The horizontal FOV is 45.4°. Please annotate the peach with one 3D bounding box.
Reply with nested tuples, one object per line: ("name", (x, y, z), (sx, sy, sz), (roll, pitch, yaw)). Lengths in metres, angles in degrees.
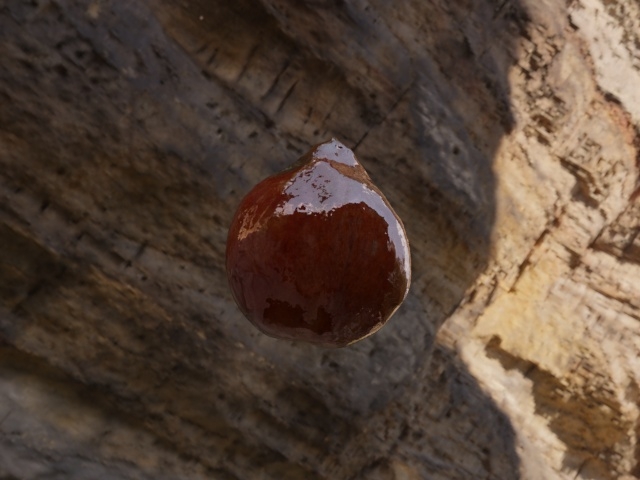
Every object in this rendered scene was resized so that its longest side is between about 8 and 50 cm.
("peach", (0.000, 0.000, 0.955), (0.232, 0.257, 0.232), (13, 6, -1))
